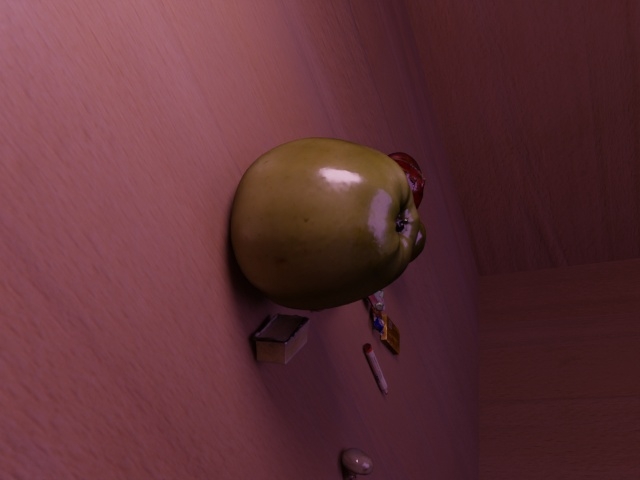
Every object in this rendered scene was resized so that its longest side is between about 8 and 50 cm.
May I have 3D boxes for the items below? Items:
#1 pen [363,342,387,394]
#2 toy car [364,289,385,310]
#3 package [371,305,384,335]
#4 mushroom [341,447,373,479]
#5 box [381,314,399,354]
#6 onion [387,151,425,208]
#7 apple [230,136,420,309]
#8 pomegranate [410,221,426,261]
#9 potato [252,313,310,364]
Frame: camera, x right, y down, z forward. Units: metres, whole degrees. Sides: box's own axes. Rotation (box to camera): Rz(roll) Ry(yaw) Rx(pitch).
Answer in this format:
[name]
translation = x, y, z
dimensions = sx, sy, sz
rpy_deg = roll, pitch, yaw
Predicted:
[pen]
translation = 0.167, 0.387, 1.904
dimensions = 0.026, 0.026, 0.218
rpy_deg = -73, 148, -49
[toy car]
translation = 0.149, 0.151, 1.904
dimensions = 0.142, 0.055, 0.069
rpy_deg = 57, 22, -27
[package]
translation = 0.176, 0.243, 1.971
dimensions = 0.077, 0.033, 0.110
rpy_deg = 44, 22, -23
[mushroom]
translation = 0.086, 0.556, 1.575
dimensions = 0.079, 0.085, 0.085
rpy_deg = -67, 155, -1
[box]
translation = 0.228, 0.309, 2.094
dimensions = 0.156, 0.022, 0.089
rpy_deg = 49, 37, -55
[onion]
translation = 0.293, -0.197, 2.292
dimensions = 0.248, 0.161, 0.248
rpy_deg = 13, 90, -76
[apple]
translation = 0.007, -0.036, 1.237
dimensions = 0.357, 0.357, 0.357
rpy_deg = -8, 90, -69
[pomegranate]
translation = 0.248, -0.007, 2.098
dimensions = 0.210, 0.180, 0.180
rpy_deg = 142, -59, -82
[potato]
translation = -0.077, 0.193, 1.258
dimensions = 0.122, 0.086, 0.061
rpy_deg = -41, 131, -63
